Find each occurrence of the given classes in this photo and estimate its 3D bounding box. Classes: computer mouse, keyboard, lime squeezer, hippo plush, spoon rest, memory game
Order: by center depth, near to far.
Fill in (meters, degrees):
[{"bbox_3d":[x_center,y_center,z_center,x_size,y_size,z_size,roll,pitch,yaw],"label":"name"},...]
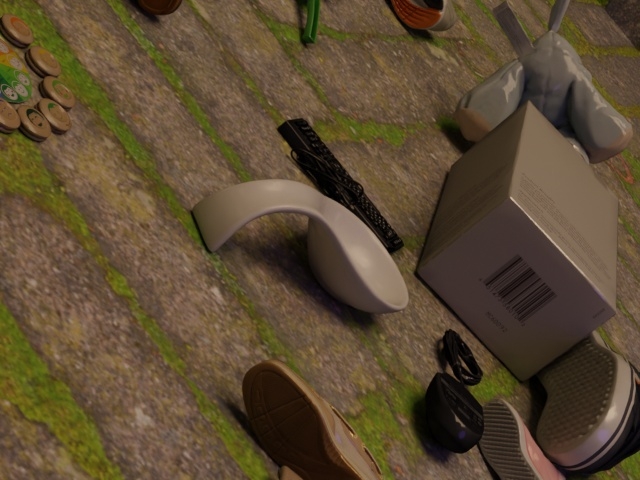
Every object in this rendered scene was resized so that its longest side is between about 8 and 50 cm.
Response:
[{"bbox_3d":[-0.287,-0.161,1.330,0.186,0.012,0.186,39,25,-22],"label":"memory game"},{"bbox_3d":[0.000,0.000,1.503,0.276,0.084,0.137,19,37,-48],"label":"spoon rest"},{"bbox_3d":[0.134,0.155,1.573,0.071,0.041,0.242,44,17,-8],"label":"computer mouse"},{"bbox_3d":[0.031,-0.067,1.721,0.192,0.038,0.100,50,23,5],"label":"keyboard"},{"bbox_3d":[0.028,-0.388,2.049,0.059,0.110,0.310,40,68,-18],"label":"lime squeezer"},{"bbox_3d":[0.306,-0.182,2.251,0.236,0.234,0.294,90,-20,-79],"label":"hippo plush"}]

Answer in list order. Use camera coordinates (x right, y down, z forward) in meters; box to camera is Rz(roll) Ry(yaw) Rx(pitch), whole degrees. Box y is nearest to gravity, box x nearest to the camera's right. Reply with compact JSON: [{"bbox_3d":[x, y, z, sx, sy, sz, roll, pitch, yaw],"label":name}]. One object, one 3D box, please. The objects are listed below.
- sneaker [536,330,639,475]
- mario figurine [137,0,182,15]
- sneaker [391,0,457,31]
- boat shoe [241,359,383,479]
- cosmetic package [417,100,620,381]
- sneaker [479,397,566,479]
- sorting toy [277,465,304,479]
[{"bbox_3d":[0.319,0.194,1.691,0.127,0.126,0.321,47,16,-7],"label":"sneaker"},{"bbox_3d":[-0.182,-0.367,1.755,0.320,0.170,0.198,-70,153,-53],"label":"mario figurine"},{"bbox_3d":[0.131,-0.435,2.420,0.121,0.099,0.262,14,48,-65],"label":"sneaker"},{"bbox_3d":[-0.004,0.166,1.274,0.170,0.063,0.059,55,19,-9],"label":"boat shoe"},{"bbox_3d":[0.257,-0.011,1.886,0.197,0.155,0.365,46,22,-8],"label":"cosmetic package"},{"bbox_3d":[0.210,0.229,1.568,0.070,0.051,0.134,29,30,-49],"label":"sneaker"},{"bbox_3d":[0.027,0.290,1.169,0.193,0.038,0.208,42,19,-16],"label":"sorting toy"}]
